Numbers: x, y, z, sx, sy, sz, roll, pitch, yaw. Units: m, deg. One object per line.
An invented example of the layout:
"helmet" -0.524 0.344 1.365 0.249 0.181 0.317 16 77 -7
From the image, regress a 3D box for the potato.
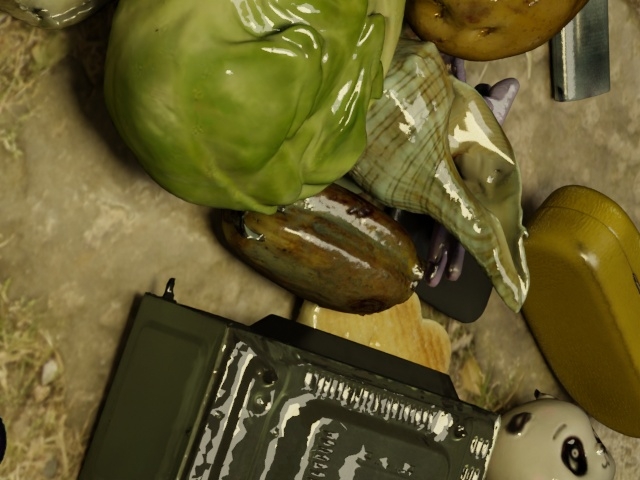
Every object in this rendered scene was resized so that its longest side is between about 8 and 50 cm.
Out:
"potato" 0.213 -0.286 1.865 0.195 0.176 0.369 -53 168 23

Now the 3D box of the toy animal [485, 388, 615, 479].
"toy animal" 0.287 0.316 2.076 0.187 0.165 0.235 -19 111 -65

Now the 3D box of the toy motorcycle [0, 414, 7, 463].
"toy motorcycle" -0.385 0.195 1.443 0.272 0.123 0.182 30 53 -45

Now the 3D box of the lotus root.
"lotus root" 0.000 0.000 1.759 0.241 0.123 0.124 29 75 -27

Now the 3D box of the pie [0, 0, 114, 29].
"pie" -0.249 -0.360 1.515 0.337 0.075 0.338 -10 106 -41

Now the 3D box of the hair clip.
"hair clip" 0.175 -0.084 1.888 0.090 0.137 0.278 10 77 -27

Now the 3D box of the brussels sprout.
"brussels sprout" -0.061 -0.181 1.594 0.328 0.247 0.328 -46 157 -26

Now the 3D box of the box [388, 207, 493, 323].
"box" 0.153 -0.018 1.982 0.212 0.042 0.201 29 76 -42

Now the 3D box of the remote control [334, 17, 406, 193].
"remote control" 0.048 -0.207 1.854 0.090 0.038 0.310 16 85 -44

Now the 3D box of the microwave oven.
"microwave oven" -0.027 0.231 1.665 0.355 0.218 0.286 22 86 -32

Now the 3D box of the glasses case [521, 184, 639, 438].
"glasses case" 0.361 0.084 2.109 0.141 0.173 0.371 -49 129 -27

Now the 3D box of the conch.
"conch" 0.108 -0.100 1.786 0.203 0.169 0.386 -36 107 -29

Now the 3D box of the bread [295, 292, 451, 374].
"bread" 0.037 0.186 1.891 0.316 0.054 0.316 -10 105 -43

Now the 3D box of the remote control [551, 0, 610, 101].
"remote control" 0.328 -0.371 2.100 0.107 0.044 0.378 -19 110 -46
